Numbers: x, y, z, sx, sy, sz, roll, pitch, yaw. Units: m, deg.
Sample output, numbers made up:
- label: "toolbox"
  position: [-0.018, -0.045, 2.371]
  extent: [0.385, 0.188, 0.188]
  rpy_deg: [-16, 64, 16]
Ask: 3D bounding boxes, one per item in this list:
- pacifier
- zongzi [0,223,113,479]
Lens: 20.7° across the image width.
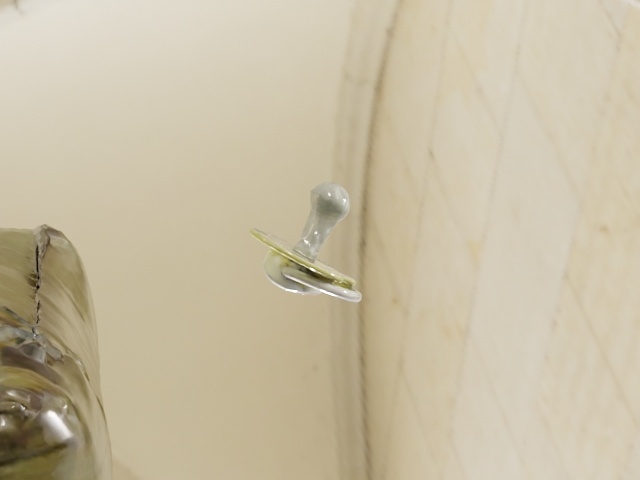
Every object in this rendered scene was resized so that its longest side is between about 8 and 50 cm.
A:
- label: "pacifier"
  position: [0.000, 0.000, 0.958]
  extent: [0.064, 0.068, 0.083]
  rpy_deg: [-64, -14, 2]
- label: "zongzi"
  position: [-0.277, 0.080, 0.787]
  extent: [0.360, 0.323, 0.160]
  rpy_deg: [3, -82, -10]
